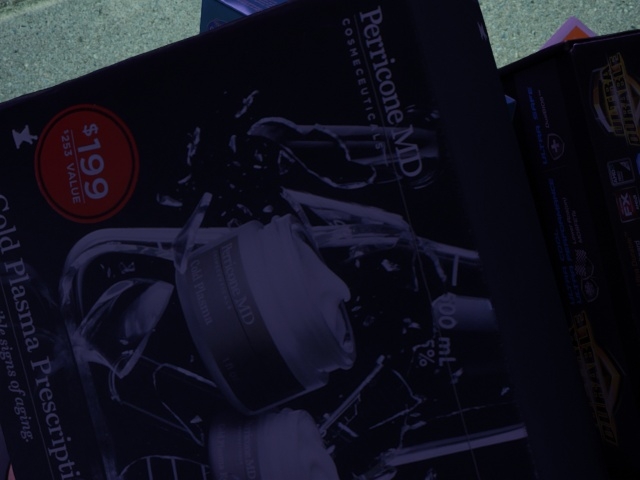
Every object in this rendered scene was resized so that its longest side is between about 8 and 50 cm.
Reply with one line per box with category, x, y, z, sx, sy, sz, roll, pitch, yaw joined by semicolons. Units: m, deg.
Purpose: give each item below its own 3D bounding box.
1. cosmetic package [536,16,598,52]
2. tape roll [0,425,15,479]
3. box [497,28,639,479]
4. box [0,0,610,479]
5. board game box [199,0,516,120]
cosmetic package;0.275;-0.074;1.658;0.453;0.230;0.161;-46;-6;-45
tape roll;-0.208;0.135;1.041;0.100;0.286;0.286;34;33;33
box;0.160;0.022;0.990;0.073;0.295;0.293;-13;0;-25
box;-0.025;0.050;0.811;0.313;0.343;0.179;-16;-1;20
board game box;0.000;0.000;1.038;0.079;0.336;0.254;-20;41;-39
